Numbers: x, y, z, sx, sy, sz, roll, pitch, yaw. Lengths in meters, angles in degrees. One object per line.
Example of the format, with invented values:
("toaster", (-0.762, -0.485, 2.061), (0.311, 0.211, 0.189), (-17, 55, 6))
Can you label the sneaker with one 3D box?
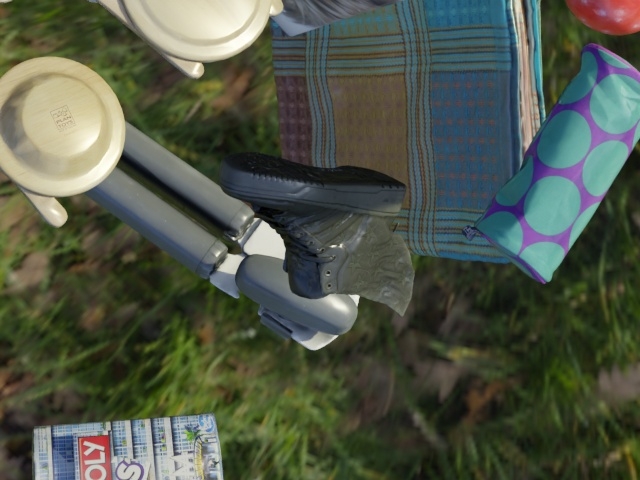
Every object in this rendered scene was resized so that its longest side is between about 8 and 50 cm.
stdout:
("sneaker", (-0.002, -0.001, 1.126), (0.051, 0.170, 0.089), (33, 111, 43))

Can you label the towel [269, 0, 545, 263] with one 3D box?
("towel", (0.065, -0.120, 1.587), (0.040, 0.370, 0.271), (-9, 97, -33))

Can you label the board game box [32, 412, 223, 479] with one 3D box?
("board game box", (-0.167, 0.220, 1.396), (0.194, 0.060, 0.194), (-3, 58, -9))

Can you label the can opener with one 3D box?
("can opener", (-0.087, -0.015, 1.508), (0.283, 0.095, 0.076), (35, 70, 2))

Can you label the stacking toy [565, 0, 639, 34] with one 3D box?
("stacking toy", (0.291, -0.306, 1.405), (0.141, 0.141, 0.330), (27, 113, 1))

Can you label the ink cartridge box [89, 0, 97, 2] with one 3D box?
("ink cartridge box", (-0.082, -0.268, 1.370), (0.201, 0.278, 0.117), (-29, 106, -14))

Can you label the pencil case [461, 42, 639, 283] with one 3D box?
("pencil case", (0.159, -0.051, 1.190), (0.064, 0.070, 0.152), (29, 96, -32))

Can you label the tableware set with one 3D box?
("tableware set", (-0.105, -0.096, 0.708), (0.141, 0.020, 0.169), (44, 67, -8))

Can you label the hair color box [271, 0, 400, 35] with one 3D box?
("hair color box", (-0.065, -0.283, 1.053), (0.347, 0.174, 0.105), (44, 68, -19))
